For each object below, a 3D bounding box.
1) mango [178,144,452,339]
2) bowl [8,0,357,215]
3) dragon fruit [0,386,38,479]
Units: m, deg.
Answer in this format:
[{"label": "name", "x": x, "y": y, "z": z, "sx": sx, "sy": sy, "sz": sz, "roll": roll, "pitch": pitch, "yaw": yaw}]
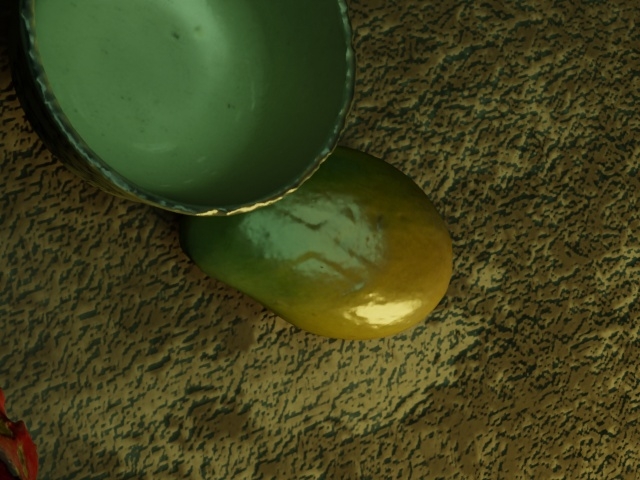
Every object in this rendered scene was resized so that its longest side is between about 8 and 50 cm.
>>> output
[{"label": "mango", "x": 0.000, "y": 0.000, "z": 0.911, "sx": 0.194, "sy": 0.092, "sz": 0.130, "roll": 4, "pitch": 88, "yaw": -26}, {"label": "bowl", "x": -0.095, "y": -0.110, "z": 0.820, "sx": 0.211, "sy": 0.112, "sz": 0.212, "roll": 6, "pitch": 78, "yaw": -31}, {"label": "dragon fruit", "x": -0.216, "y": 0.113, "z": 0.751, "sx": 0.153, "sy": 0.153, "sz": 0.111, "roll": 53, "pitch": 21, "yaw": -22}]
